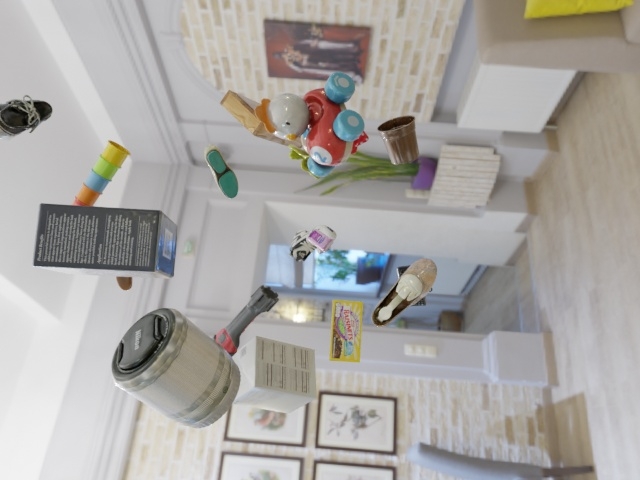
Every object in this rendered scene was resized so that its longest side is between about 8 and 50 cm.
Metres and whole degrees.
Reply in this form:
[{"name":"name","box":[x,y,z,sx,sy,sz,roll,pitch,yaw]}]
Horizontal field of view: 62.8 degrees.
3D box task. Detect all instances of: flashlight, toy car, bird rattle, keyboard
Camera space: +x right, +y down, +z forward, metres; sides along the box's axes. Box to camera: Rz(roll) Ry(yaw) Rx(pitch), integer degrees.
[{"name":"flashlight","box":[-0.263,0.286,1.817,0.304,0.103,0.103,-47,19,13]},{"name":"toy car","box":[-0.050,-0.288,1.311,0.219,0.237,0.211,134,129,-59]},{"name":"bird rattle","box":[0.027,-0.312,1.580,0.143,0.253,0.207,49,167,36]},{"name":"keyboard","box":[0.335,0.160,1.839,0.023,0.108,0.180,-77,-25,-53]}]

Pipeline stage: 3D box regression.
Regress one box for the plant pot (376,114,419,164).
[{"name":"plant pot","box":[0.341,-0.422,2.229,0.167,0.166,0.165,-84,-24,-61]}]

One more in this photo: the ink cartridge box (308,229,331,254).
[{"name":"ink cartridge box","box":[-0.010,0.003,2.352,0.115,0.062,0.029,53,147,23]}]

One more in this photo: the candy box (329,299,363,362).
[{"name":"candy box","box":[0.088,0.307,1.779,0.027,0.105,0.206,109,165,-79]}]

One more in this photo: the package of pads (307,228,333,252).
[{"name":"package of pads","box":[0.000,0.000,1.772,0.050,0.083,0.032,-48,-34,-12]}]

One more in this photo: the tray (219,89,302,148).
[{"name":"tray","box":[-0.218,-0.487,2.152,0.076,0.203,0.411,-51,-16,16]}]

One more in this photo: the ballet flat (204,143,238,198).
[{"name":"ballet flat","box":[-0.395,-0.276,2.074,0.086,0.086,0.249,-85,-17,-45]}]

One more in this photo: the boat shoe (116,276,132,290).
[{"name":"boat shoe","box":[-0.940,0.141,2.504,0.073,0.073,0.207,98,155,-78]}]

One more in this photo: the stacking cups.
[{"name":"stacking cups","box":[-0.835,-0.219,1.979,0.316,0.096,0.096,-57,3,8]}]

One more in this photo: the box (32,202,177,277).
[{"name":"box","box":[-0.728,0.011,1.823,0.293,0.394,0.212,116,157,-81]}]

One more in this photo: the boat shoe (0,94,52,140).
[{"name":"boat shoe","box":[-0.935,-0.392,1.648,0.113,0.104,0.306,63,-175,-14]}]

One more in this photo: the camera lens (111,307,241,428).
[{"name":"camera lens","box":[-0.360,0.319,1.315,0.274,0.219,0.220,50,-150,-34]}]

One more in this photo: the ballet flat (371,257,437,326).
[{"name":"ballet flat","box":[0.276,0.190,1.767,0.106,0.107,0.316,-26,-26,-55]}]

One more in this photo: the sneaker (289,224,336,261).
[{"name":"sneaker","box":[-0.044,0.024,2.154,0.094,0.234,0.153,50,-126,-34]}]

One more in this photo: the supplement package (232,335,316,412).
[{"name":"supplement package","box":[-0.178,0.513,1.987,0.199,0.262,0.198,-42,39,41]}]
